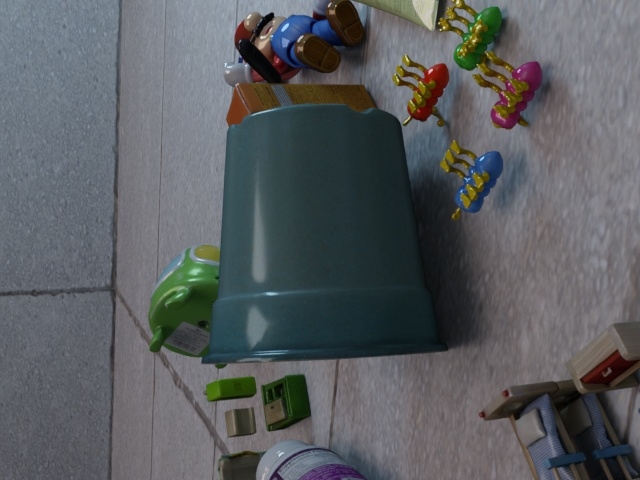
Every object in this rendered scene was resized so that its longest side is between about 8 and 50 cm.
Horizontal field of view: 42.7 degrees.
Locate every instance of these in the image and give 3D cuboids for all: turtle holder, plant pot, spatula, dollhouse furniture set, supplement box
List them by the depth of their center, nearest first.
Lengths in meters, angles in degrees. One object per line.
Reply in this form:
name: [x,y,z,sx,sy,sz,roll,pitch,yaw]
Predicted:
dollhouse furniture set: [0.273,0.184,0.818,0.183,0.129,0.129,119,141,-48]
plant pot: [0.000,0.000,1.159,0.341,0.341,0.334,162,107,-64]
supplement box: [-0.026,-0.200,1.309,0.080,0.233,0.078,61,145,35]
spatula: [-0.051,-0.250,1.346,0.030,0.296,0.084,6,76,34]
dollhouse furniture set: [-0.125,0.426,1.608,0.151,0.198,0.301,-39,56,58]
turtle holder: [-0.256,0.106,1.824,0.227,0.243,0.320,-94,10,-48]

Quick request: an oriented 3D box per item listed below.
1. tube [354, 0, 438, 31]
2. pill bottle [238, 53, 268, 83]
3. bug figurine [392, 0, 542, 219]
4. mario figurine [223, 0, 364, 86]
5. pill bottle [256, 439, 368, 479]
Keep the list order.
tube: [0.107,-0.377,1.229,0.070,0.062,0.240,51,171,-36]
pill bottle: [-0.125,-0.323,1.676,0.094,0.094,0.169,-138,51,-57]
bug figurine: [0.190,-0.172,1.041,0.216,0.072,0.279,-61,34,38]
mario figurine: [-0.071,-0.367,1.454,0.320,0.198,0.170,14,117,60]
pill bottle: [0.001,0.447,1.375,0.301,0.169,0.169,-163,72,-64]
